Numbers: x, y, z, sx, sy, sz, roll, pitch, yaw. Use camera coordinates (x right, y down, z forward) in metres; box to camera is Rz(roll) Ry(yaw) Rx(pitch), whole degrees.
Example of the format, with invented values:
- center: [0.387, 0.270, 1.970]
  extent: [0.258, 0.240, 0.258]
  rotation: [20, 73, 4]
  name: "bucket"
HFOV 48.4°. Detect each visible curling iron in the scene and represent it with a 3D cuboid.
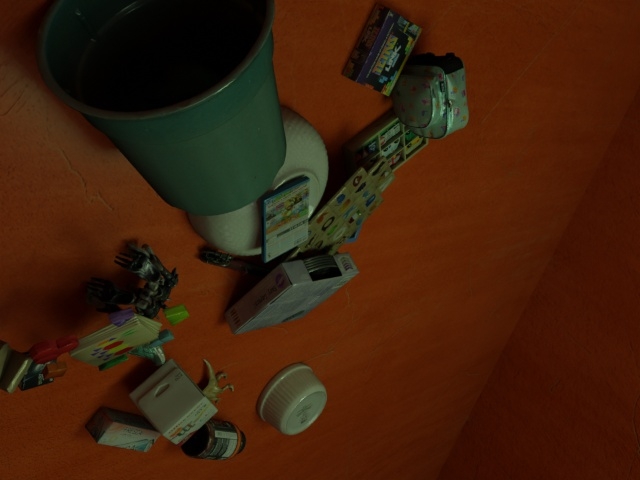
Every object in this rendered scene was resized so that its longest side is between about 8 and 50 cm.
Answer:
- center: [-0.176, 0.064, 1.645]
  extent: [0.274, 0.068, 0.035]
  rotation: [24, 78, -56]
  name: "curling iron"

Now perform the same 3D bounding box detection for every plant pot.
- center: [-0.205, -0.226, 1.124]
  extent: [0.341, 0.341, 0.334]
  rotation: [-44, 153, -14]
  name: "plant pot"

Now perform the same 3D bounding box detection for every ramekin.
- center: [-0.076, 0.476, 2.106]
  extent: [0.207, 0.109, 0.207]
  rotation: [-32, 142, -30]
  name: "ramekin"

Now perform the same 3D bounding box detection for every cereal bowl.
- center: [-0.107, -0.104, 1.503]
  extent: [0.339, 0.141, 0.339]
  rotation: [-32, 142, -28]
  name: "cereal bowl"

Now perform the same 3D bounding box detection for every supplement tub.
- center: [-0.282, 0.535, 1.914]
  extent: [0.106, 0.106, 0.198]
  rotation: [-54, 148, 2]
  name: "supplement tub"

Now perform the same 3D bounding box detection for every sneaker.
- center: [-0.392, 0.225, 1.545]
  extent: [0.076, 0.065, 0.166]
  rotation: [-26, 138, -10]
  name: "sneaker"

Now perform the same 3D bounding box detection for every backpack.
- center: [0.261, -0.332, 1.683]
  extent: [0.144, 0.166, 0.188]
  rotation: [-37, 123, -28]
  name: "backpack"

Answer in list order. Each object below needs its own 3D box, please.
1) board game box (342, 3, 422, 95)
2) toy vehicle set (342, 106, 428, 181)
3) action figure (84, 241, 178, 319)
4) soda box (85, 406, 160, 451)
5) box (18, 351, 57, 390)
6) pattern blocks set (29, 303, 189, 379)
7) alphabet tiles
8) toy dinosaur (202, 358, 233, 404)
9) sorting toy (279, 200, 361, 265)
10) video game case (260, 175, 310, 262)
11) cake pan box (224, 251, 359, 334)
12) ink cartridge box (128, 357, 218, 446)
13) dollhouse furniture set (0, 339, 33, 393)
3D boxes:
- center: [0.140, -0.422, 1.591]
  extent: [0.141, 0.048, 0.170]
  rotation: [4, 117, -53]
  name: "board game box"
- center: [0.171, -0.243, 1.805]
  extent: [0.267, 0.035, 0.166]
  rotation: [-39, 144, -20]
  name: "toy vehicle set"
- center: [-0.361, 0.086, 1.379]
  extent: [0.164, 0.141, 0.276]
  rotation: [-53, 174, -14]
  name: "action figure"
- center: [-0.456, 0.441, 1.656]
  extent: [0.063, 0.058, 0.183]
  rotation: [-52, 146, -2]
  name: "soda box"
- center: [-0.553, 0.250, 1.394]
  extent: [0.067, 0.018, 0.083]
  rotation: [-10, 128, -45]
  name: "box"
- center: [-0.383, 0.185, 1.326]
  extent: [0.285, 0.026, 0.325]
  rotation: [-22, 165, -16]
  name: "pattern blocks set"
- center: [0.049, -0.052, 1.702]
  extent: [0.342, 0.011, 0.285]
  rotation: [-47, 161, 2]
  name: "alphabet tiles"
- center: [-0.272, 0.377, 1.825]
  extent: [0.092, 0.053, 0.183]
  rotation: [-14, 131, -42]
  name: "toy dinosaur"
- center: [0.000, 0.000, 1.812]
  extent: [0.347, 0.047, 0.196]
  rotation: [11, 112, -54]
  name: "sorting toy"
- center: [-0.072, -0.042, 1.459]
  extent: [0.119, 0.015, 0.166]
  rotation: [-28, 140, -31]
  name: "video game case"
- center: [-0.067, 0.127, 1.733]
  extent: [0.245, 0.070, 0.267]
  rotation: [-11, 156, -47]
  name: "cake pan box"
- center: [-0.336, 0.376, 1.643]
  extent: [0.128, 0.127, 0.176]
  rotation: [-42, 160, -15]
  name: "ink cartridge box"
- center: [-0.724, 0.240, 1.061]
  extent: [0.394, 0.256, 0.362]
  rotation: [-65, 152, -21]
  name: "dollhouse furniture set"
